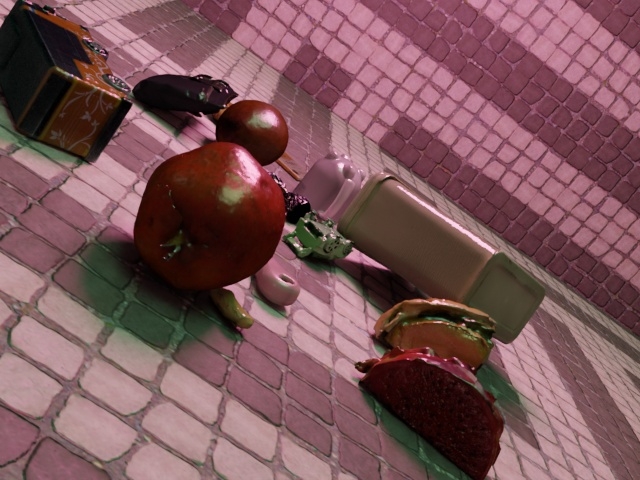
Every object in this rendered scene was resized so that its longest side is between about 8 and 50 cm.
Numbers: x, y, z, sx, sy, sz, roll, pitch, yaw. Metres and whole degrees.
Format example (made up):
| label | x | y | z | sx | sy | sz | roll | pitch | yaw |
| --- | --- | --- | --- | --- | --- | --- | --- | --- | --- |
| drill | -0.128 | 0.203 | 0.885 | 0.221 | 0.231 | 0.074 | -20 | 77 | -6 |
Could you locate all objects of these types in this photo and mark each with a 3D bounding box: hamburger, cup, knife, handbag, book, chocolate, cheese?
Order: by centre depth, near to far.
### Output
| label | x | y | z | sx | sy | sz | roll | pitch | yaw |
| --- | --- | --- | --- | --- | --- | --- | --- | --- | --- |
| cheese | -0.127 | 0.098 | 1.237 | 0.044 | 0.030 | 0.083 | 8 | 27 | -50 |
| knife | -0.131 | 0.013 | 1.500 | 0.081 | 0.043 | 0.336 | 17 | 18 | -37 |
| hamburger | 0.207 | 0.166 | 1.595 | 0.207 | 0.155 | 0.135 | 28 | 12 | -8 |
| chocolate | -0.087 | -0.098 | 1.867 | 0.070 | 0.072 | 0.147 | -31 | 53 | -30 |
| handbag | -0.297 | -0.332 | 1.935 | 0.210 | 0.089 | 0.254 | 9 | 15 | -3 |
| chocolate | -0.160 | -0.246 | 1.936 | 0.176 | 0.177 | 0.177 | 35 | 15 | -11 |
| cup | 0.024 | -0.133 | 2.044 | 0.134 | 0.142 | 0.173 | 41 | 16 | 9 |
| book | -0.094 | -0.211 | 2.253 | 0.172 | 0.012 | 0.118 | 42 | 15 | 17 |

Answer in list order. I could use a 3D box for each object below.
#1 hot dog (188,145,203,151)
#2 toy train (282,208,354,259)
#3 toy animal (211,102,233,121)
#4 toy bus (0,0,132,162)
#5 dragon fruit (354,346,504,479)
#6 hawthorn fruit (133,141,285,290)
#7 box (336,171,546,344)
| label | x | y | z | sx | sy | sz | roll | pitch | yaw |
| --- | --- | --- | --- | --- | --- | --- | --- | --- | --- |
| hot dog | -0.204 | -0.140 | 1.699 | 0.147 | 0.065 | 0.099 | 22 | 31 | -50 |
| toy train | 0.000 | 0.000 | 1.740 | 0.099 | 0.081 | 0.149 | 45 | 10 | 30 |
| toy animal | -0.206 | -0.284 | 2.137 | 0.149 | 0.054 | 0.275 | 34 | 13 | -26 |
| toy bus | -0.437 | -0.270 | 1.418 | 0.167 | 0.138 | 0.275 | 21 | 25 | -43 |
| dragon fruit | 0.199 | 0.238 | 1.384 | 0.274 | 0.126 | 0.161 | 40 | 16 | 4 |
| hawthorn fruit | -0.165 | -0.019 | 1.195 | 0.211 | 0.211 | 0.299 | 37 | 25 | -3 |
| box | 0.266 | 0.042 | 1.844 | 0.343 | 0.177 | 0.352 | 35 | 2 | 36 |
